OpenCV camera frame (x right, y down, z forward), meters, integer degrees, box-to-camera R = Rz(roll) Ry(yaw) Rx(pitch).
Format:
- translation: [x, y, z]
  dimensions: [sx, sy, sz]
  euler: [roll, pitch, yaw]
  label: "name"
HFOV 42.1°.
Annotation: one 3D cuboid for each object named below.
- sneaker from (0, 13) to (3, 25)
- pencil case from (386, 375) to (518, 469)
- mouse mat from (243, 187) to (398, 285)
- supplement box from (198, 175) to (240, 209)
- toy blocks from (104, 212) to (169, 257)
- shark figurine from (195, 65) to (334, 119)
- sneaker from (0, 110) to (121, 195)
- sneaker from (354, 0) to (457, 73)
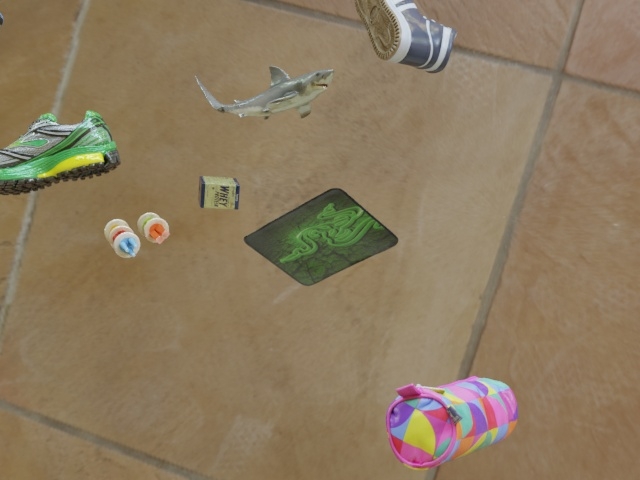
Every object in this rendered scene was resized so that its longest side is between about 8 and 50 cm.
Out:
- translation: [-0.716, -0.450, 1.617]
  dimensions: [0.188, 0.078, 0.067]
  euler: [19, 108, -33]
  label: "sneaker"
- translation: [0.173, 0.227, 1.066]
  dimensions: [0.104, 0.236, 0.104]
  euler: [-4, 82, 31]
  label: "pencil case"
- translation: [0.000, 0.000, 1.229]
  dimensions: [0.190, 0.153, 0.007]
  euler: [-28, 41, 30]
  label: "mouse mat"
- translation: [-0.224, -0.105, 1.832]
  dimensions: [0.083, 0.083, 0.056]
  euler: [2, 105, -13]
  label: "supplement box"
- translation: [-0.357, -0.007, 1.661]
  dimensions: [0.123, 0.148, 0.054]
  euler: [-13, 111, -21]
  label: "toy blocks"
- translation: [-0.117, -0.319, 1.762]
  dimensions: [0.278, 0.166, 0.116]
  euler: [-13, 76, -7]
  label: "shark figurine"
- translation: [-0.618, -0.188, 1.801]
  dimensions: [0.344, 0.134, 0.146]
  euler: [-15, 84, -14]
  label: "sneaker"
- translation: [0.163, -0.429, 1.587]
  dimensions: [0.099, 0.153, 0.282]
  euler: [-50, 40, 42]
  label: "sneaker"
